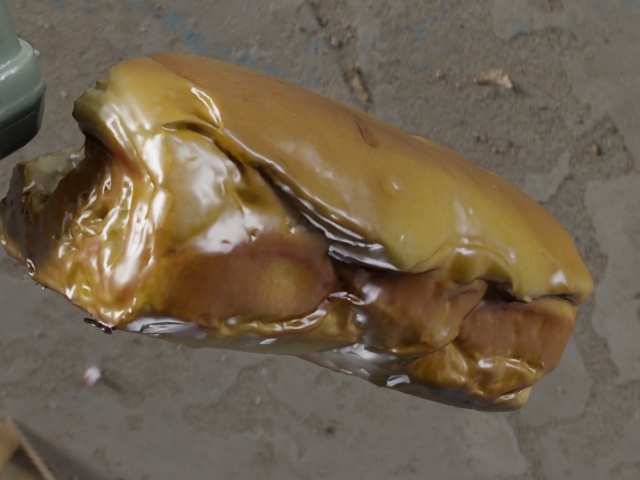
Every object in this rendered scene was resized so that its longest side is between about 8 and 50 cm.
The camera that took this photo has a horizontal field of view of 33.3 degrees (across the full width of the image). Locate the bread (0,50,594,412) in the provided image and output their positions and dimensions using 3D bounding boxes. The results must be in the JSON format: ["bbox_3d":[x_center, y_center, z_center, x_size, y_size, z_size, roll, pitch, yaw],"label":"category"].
[{"bbox_3d":[0.004,-0.005,0.613,0.344,0.195,0.149,18,92,-43],"label":"bread"}]

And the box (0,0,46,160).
[{"bbox_3d":[-0.252,-0.109,0.546,0.210,0.148,0.129,25,135,32],"label":"box"}]
